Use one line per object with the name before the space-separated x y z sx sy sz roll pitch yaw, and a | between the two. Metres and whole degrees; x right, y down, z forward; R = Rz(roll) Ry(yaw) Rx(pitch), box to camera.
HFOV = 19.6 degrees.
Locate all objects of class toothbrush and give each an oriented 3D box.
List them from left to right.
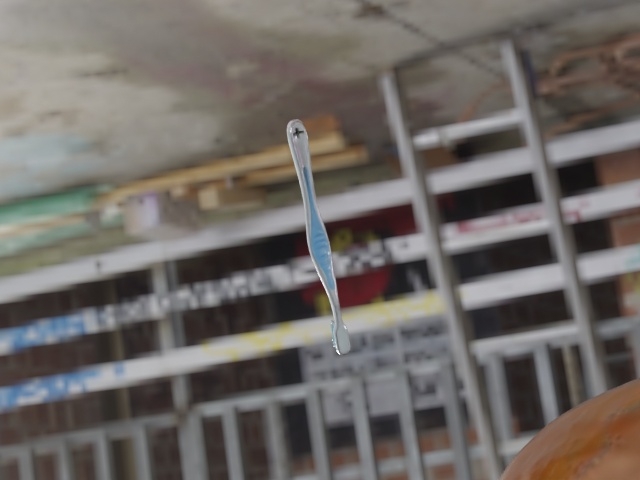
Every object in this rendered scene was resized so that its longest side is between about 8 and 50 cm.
toothbrush | 0.000 0.000 1.150 0.014 0.162 0.017 -20 -152 -18

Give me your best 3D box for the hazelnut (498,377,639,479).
hazelnut | 0.141 0.132 0.543 0.214 0.214 0.176 -23 -157 51
